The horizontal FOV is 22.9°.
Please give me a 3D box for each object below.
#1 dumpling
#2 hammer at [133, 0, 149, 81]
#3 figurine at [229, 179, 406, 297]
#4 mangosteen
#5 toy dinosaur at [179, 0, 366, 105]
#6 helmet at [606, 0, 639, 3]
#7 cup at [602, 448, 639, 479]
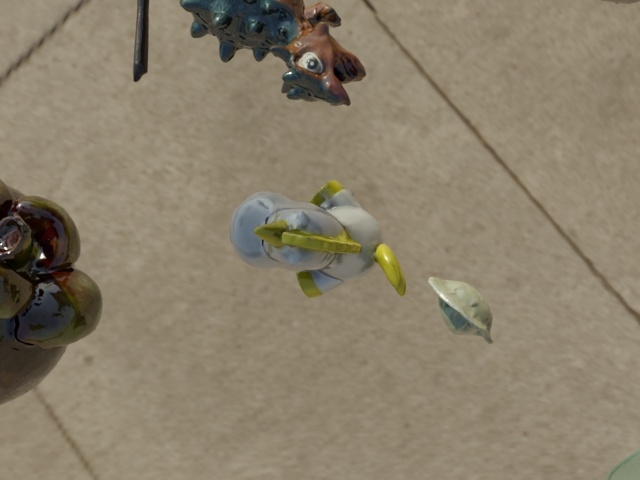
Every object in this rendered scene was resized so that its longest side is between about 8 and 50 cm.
[{"bbox_3d":[0.130,0.065,1.417,0.043,0.059,0.077,-21,102,6],"label":"dumpling"},{"bbox_3d":[-0.221,-0.284,2.003,0.065,0.021,0.178,6,72,-17],"label":"hammer"},{"bbox_3d":[-0.007,-0.003,1.374,0.129,0.178,0.109,21,92,38],"label":"figurine"},{"bbox_3d":[-0.423,0.051,1.920,0.347,0.307,0.307,-26,71,40],"label":"mangosteen"},{"bbox_3d":[-0.035,-0.106,0.649,0.055,0.049,0.154,-41,65,-14],"label":"toy dinosaur"},{"bbox_3d":[0.216,-0.221,1.135,0.123,0.070,0.098,-22,76,52],"label":"helmet"},{"bbox_3d":[0.467,0.407,1.698,0.401,0.310,0.392,-24,88,-27],"label":"cup"}]
